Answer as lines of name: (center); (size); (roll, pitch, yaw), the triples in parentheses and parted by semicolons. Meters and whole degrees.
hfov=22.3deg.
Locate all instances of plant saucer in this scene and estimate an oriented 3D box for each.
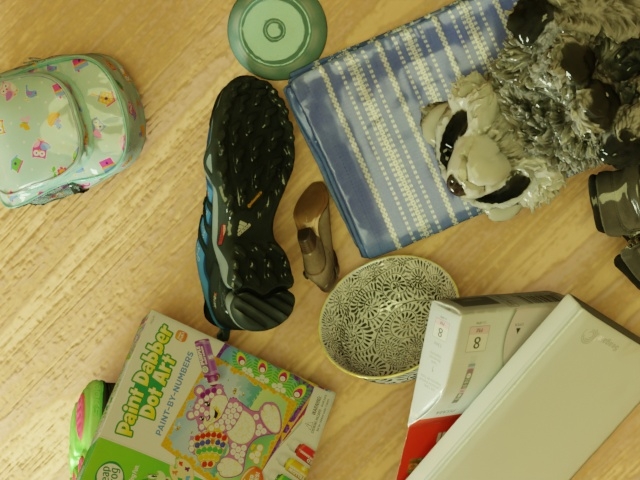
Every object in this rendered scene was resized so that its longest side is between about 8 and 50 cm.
plant saucer: (-0.052, -0.246, 1.902); (0.119, 0.021, 0.119); (1, 98, 7)

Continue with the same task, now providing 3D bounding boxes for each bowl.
bowl: (0.089, 0.107, 1.890); (0.170, 0.080, 0.170); (-11, 52, 14)

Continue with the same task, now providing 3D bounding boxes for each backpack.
backpack: (-0.304, -0.134, 1.891); (0.188, 0.144, 0.165); (-17, 90, 6)

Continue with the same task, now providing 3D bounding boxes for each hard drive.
hard drive: (0.244, 0.217, 1.857); (0.203, 0.040, 0.307); (29, 105, -43)

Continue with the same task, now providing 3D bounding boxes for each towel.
towel: (0.151, -0.145, 1.880); (0.336, 0.040, 0.243); (-23, 95, 9)

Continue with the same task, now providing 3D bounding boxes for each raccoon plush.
raccoon plush: (0.324, -0.166, 1.801); (0.446, 0.299, 0.216); (-19, 81, -25)

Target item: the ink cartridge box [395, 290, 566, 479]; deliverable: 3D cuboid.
ink cartridge box: (0.188, 0.174, 1.842); (0.066, 0.189, 0.232); (23, 110, 48)

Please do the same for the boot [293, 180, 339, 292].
boot: (0.000, 0.000, 1.912); (0.042, 0.118, 0.087); (-7, 133, 23)

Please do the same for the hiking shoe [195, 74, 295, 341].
hiking shoe: (-0.105, -0.040, 1.892); (0.113, 0.132, 0.304); (8, 77, -31)

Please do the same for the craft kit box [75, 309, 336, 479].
craft kit box: (-0.135, 0.241, 1.874); (0.247, 0.061, 0.249); (24, 65, -9)

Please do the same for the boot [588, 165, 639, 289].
boot: (0.467, 0.013, 1.835); (0.223, 0.118, 0.338); (-31, 105, 27)

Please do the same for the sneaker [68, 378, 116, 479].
sneaker: (-0.154, 0.377, 1.950); (0.202, 0.185, 0.482); (-28, 90, -20)
